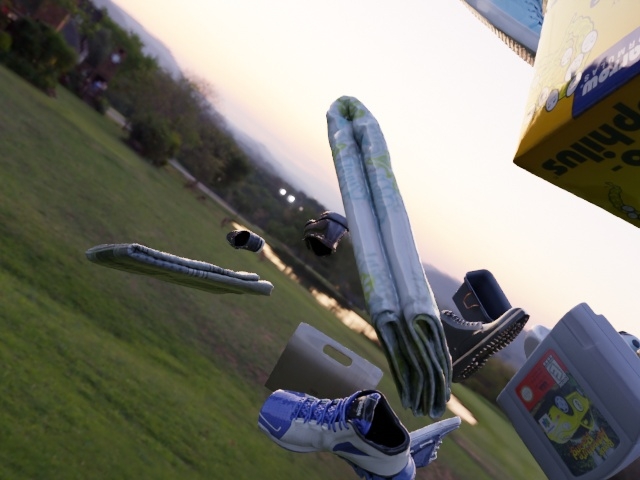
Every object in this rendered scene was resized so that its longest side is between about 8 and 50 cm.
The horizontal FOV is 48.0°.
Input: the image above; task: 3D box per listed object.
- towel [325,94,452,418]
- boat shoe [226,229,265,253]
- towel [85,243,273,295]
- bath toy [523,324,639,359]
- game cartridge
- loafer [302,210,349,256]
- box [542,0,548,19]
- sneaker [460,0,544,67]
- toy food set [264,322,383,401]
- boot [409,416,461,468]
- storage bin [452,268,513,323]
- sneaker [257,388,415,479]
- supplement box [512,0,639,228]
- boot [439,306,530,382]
[{"bbox_3d":[0.103,0.027,1.017,0.320,0.090,0.374,69,8,-53],"label":"towel"},{"bbox_3d":[-0.170,-0.004,1.555,0.042,0.048,0.133,30,-9,-34],"label":"boat shoe"},{"bbox_3d":[-0.297,0.056,1.512,0.324,0.056,0.312,18,-12,-30],"label":"towel"},{"bbox_3d":[0.592,0.248,1.519,0.348,0.129,0.151,4,-72,60],"label":"bath toy"},{"bbox_3d":[0.372,0.246,1.045,0.196,0.060,0.294,54,-30,28],"label":"game cartridge"},{"bbox_3d":[0.000,0.000,1.986,0.109,0.095,0.302,28,-17,-6],"label":"loafer"},{"bbox_3d":[0.587,-0.681,1.837,0.261,0.127,0.231,63,13,25],"label":"box"},{"bbox_3d":[0.408,-0.492,1.484,0.135,0.150,0.366,24,27,-48],"label":"sneaker"},{"bbox_3d":[0.003,0.328,1.724,0.220,0.092,0.306,32,-39,4],"label":"toy food set"},{"bbox_3d":[0.269,0.502,1.768,0.069,0.190,0.086,97,-26,-72],"label":"boot"},{"bbox_3d":[0.360,0.148,1.640,0.098,0.091,0.135,-7,57,-32],"label":"storage bin"},{"bbox_3d":[0.043,0.339,1.363,0.316,0.127,0.182,20,-45,17],"label":"sneaker"},{"bbox_3d":[0.335,-0.210,0.644,0.195,0.356,0.194,24,-25,-12],"label":"supplement box"},{"bbox_3d":[0.292,0.163,1.398,0.077,0.198,0.137,28,24,-52],"label":"boot"}]
